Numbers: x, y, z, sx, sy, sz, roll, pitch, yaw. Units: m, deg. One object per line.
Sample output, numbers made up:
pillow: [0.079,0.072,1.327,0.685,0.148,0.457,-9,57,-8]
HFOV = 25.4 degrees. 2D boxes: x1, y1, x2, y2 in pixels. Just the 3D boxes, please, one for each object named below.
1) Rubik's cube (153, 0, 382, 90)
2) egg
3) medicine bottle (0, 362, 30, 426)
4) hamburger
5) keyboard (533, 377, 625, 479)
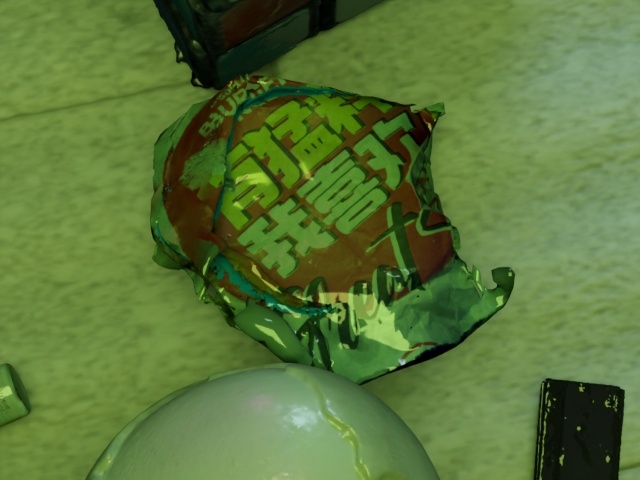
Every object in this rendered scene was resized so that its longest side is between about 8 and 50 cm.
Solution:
Rubik's cube: [-0.028,-0.370,1.077,0.363,0.359,0.362,-29,80,-3]
egg: [-0.043,0.230,0.984,0.278,0.336,0.278,6,38,-4]
medicine bottle: [-0.282,0.136,1.155,0.083,0.047,0.047,-24,82,-2]
hamburger: [-0.004,0.007,1.139,0.260,0.150,0.276,-9,64,-18]
keyboard: [0.203,0.230,1.150,0.072,0.023,0.231,7,82,-6]
